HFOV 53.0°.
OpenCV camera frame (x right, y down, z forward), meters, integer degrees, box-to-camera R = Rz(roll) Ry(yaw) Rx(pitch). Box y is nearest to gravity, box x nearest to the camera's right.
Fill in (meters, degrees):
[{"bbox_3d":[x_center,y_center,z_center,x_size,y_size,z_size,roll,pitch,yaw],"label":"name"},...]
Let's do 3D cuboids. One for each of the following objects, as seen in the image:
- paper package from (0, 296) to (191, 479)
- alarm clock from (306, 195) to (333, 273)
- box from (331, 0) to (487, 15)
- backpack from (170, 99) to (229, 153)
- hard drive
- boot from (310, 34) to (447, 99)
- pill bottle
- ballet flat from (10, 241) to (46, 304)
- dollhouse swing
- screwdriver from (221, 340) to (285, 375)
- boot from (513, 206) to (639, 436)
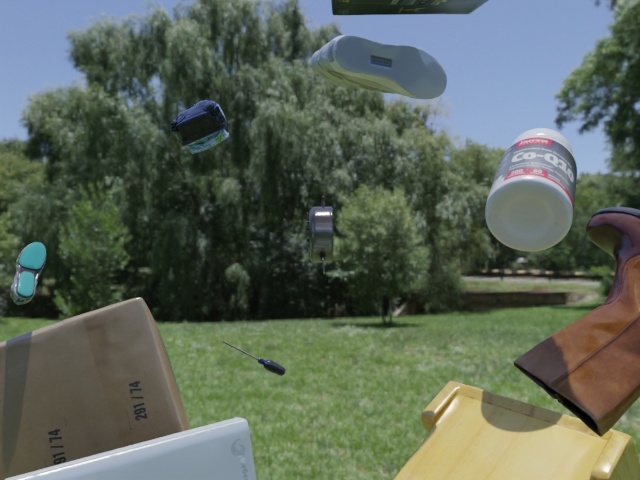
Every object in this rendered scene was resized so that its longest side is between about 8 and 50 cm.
[{"bbox_3d":[-0.378,0.291,1.031,0.309,0.325,0.168,-18,-4,-19],"label":"paper package"},{"bbox_3d":[0.000,0.000,1.472,0.064,0.192,0.129,-2,-45,-5],"label":"alarm clock"},{"bbox_3d":[0.102,-0.299,0.726,0.183,0.059,0.233,0,12,1],"label":"box"},{"bbox_3d":[-0.237,-0.223,1.264,0.105,0.084,0.114,-27,25,-4],"label":"backpack"},{"bbox_3d":[-0.222,0.364,0.818,0.307,0.203,0.040,-5,-6,-35],"label":"hard drive"},{"bbox_3d":[0.111,-0.333,1.248,0.258,0.095,0.123,12,1,-25],"label":"boot"},{"bbox_3d":[0.436,-0.116,1.310,0.161,0.161,0.283,-5,29,26],"label":"pill bottle"},{"bbox_3d":[-0.452,0.052,0.986,0.041,0.114,0.041,-4,-45,-4],"label":"ballet flat"},{"bbox_3d":[0.344,0.463,1.152,0.347,0.305,0.315,9,-36,42],"label":"dollhouse swing"},{"bbox_3d":[-0.145,0.250,1.383,0.170,0.024,0.025,34,1,-23],"label":"screwdriver"},{"bbox_3d":[0.385,0.098,0.882,0.280,0.264,0.096,-38,-47,-2],"label":"boot"}]
